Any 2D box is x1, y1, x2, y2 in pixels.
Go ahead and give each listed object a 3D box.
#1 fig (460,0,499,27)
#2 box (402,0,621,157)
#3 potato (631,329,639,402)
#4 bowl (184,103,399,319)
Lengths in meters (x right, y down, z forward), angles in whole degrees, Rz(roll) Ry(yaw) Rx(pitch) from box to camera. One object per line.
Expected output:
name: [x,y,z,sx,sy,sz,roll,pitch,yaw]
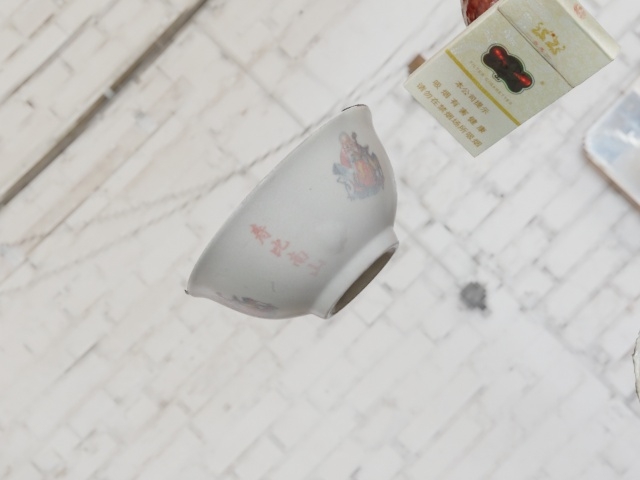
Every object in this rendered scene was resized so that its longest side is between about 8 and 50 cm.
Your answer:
fig: [0.187,-0.241,1.244,0.119,0.119,0.153,-44,2,-11]
box: [0.149,-0.139,0.988,0.167,0.090,0.024,-36,13,48]
potato: [0.503,0.108,1.316,0.196,0.246,0.300,-2,-21,-35]
bowl: [0.000,0.000,1.607,0.345,0.157,0.345,-45,-10,-11]
